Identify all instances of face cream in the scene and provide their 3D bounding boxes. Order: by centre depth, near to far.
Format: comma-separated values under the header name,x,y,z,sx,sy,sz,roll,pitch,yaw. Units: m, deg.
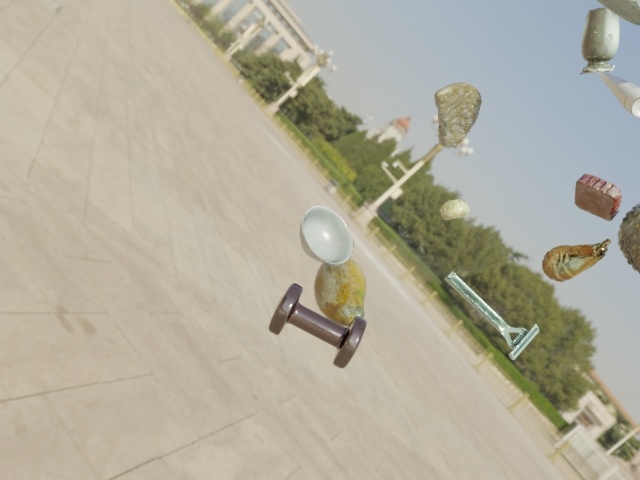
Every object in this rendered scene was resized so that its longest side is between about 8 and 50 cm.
name,x,y,z,sx,sy,sz,roll,pitch,yaw
face cream,0.781,-0.381,1.549,0.092,0.058,0.243,23,31,-10

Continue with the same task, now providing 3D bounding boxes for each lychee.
name,x,y,z,sx,sy,sz,roll,pitch,yaw
lychee,1.012,-0.014,1.764,0.255,0.255,0.274,49,-30,14

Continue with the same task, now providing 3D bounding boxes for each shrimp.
name,x,y,z,sx,sy,sz,roll,pitch,yaw
shrimp,0.631,0.044,1.495,0.043,0.184,0.091,-34,94,-50

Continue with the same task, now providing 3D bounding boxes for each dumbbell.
name,x,y,z,sx,sy,sz,roll,pitch,yaw
dumbbell,-0.007,0.211,1.498,0.225,0.140,0.124,26,34,3

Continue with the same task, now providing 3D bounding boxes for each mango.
name,x,y,z,sx,sy,sz,roll,pitch,yaw
mango,0.075,0.180,2.101,0.146,0.193,0.316,48,16,-41

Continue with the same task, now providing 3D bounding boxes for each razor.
name,x,y,z,sx,sy,sz,roll,pitch,yaw
razor,0.450,0.189,1.647,0.278,0.111,0.056,43,-13,13

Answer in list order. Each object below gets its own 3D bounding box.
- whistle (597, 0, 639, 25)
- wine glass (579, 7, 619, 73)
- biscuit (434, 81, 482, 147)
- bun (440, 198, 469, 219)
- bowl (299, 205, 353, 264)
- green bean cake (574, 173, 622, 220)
name,x,y,z,sx,sy,sz,roll,pitch,yaw
whistle,0.755,-0.543,1.314,0.405,0.168,0.188,29,20,-16
wine glass,0.908,-0.647,1.967,0.111,0.111,0.204,-115,-158,-72
biscuit,0.373,-0.348,1.629,0.038,0.141,0.290,54,0,27
bun,0.386,-0.093,1.748,0.086,0.086,0.054,-85,157,-82
bowl,0.000,0.000,1.785,0.189,0.086,0.189,20,54,-31
green bean cake,0.868,-0.137,1.893,0.135,0.056,0.135,37,-18,37
